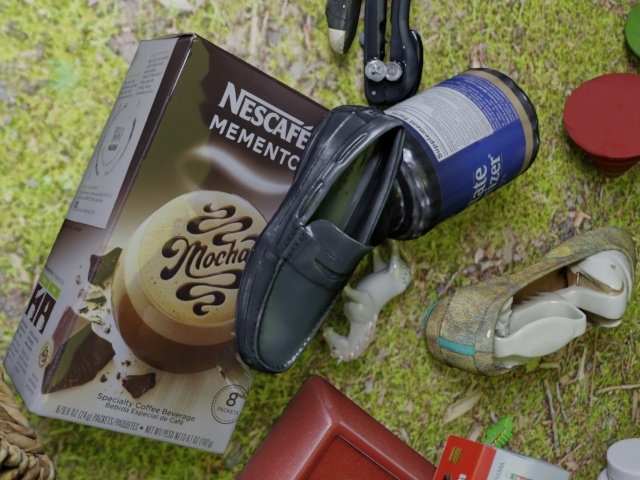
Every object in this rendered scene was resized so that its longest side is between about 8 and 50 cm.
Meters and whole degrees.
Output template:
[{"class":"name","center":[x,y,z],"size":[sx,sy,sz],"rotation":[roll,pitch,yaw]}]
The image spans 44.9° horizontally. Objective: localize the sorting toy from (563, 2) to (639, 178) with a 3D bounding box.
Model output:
[{"class":"sorting toy","center":[0.429,-0.208,0.963],"size":[0.365,0.127,0.126],"rotation":[-51,150,-16]}]

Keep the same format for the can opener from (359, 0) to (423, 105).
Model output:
[{"class":"can opener","center":[0.066,-0.220,0.742],"size":[0.073,0.059,0.186],"rotation":[-58,147,-62]}]

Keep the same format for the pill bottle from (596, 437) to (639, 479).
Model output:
[{"class":"pill bottle","center":[0.442,0.386,1.061],"size":[0.117,0.117,0.214],"rotation":[-19,110,-27]}]

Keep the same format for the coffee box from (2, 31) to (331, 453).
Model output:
[{"class":"coffee box","center":[-0.114,0.003,0.638],"size":[0.168,0.119,0.297],"rotation":[23,87,-34]}]

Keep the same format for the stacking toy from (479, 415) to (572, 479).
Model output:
[{"class":"stacking toy","center":[0.221,0.352,0.957],"size":[0.167,0.052,0.221],"rotation":[43,76,-31]}]

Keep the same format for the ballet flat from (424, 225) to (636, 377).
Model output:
[{"class":"ballet flat","center":[0.282,0.073,0.901],"size":[0.349,0.123,0.123],"rotation":[-17,108,-28]}]

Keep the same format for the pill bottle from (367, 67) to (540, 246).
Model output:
[{"class":"pill bottle","center":[0.097,-0.075,0.743],"size":[0.219,0.123,0.122],"rotation":[-30,114,-28]}]

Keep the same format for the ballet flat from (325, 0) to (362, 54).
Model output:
[{"class":"ballet flat","center":[0.014,-0.260,0.716],"size":[0.049,0.057,0.173],"rotation":[1,101,9]}]

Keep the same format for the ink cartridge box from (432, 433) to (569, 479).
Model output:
[{"class":"ink cartridge box","center":[0.197,0.310,0.885],"size":[0.179,0.045,0.145],"rotation":[24,84,-35]}]

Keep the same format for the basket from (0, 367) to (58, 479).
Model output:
[{"class":"basket","center":[-0.340,0.151,0.452],"size":[0.299,0.223,0.213],"rotation":[-44,149,-13]}]

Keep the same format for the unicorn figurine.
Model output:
[{"class":"unicorn figurine","center":[0.044,0.051,0.781],"size":[0.162,0.060,0.111],"rotation":[-32,110,-20]}]

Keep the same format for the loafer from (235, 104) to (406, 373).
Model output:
[{"class":"loafer","center":[0.000,0.000,0.593],"size":[0.076,0.078,0.223],"rotation":[26,86,-36]}]

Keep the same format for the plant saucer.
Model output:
[{"class":"plant saucer","center":[0.010,0.315,0.823],"size":[0.259,0.048,0.258],"rotation":[43,77,-31]}]
